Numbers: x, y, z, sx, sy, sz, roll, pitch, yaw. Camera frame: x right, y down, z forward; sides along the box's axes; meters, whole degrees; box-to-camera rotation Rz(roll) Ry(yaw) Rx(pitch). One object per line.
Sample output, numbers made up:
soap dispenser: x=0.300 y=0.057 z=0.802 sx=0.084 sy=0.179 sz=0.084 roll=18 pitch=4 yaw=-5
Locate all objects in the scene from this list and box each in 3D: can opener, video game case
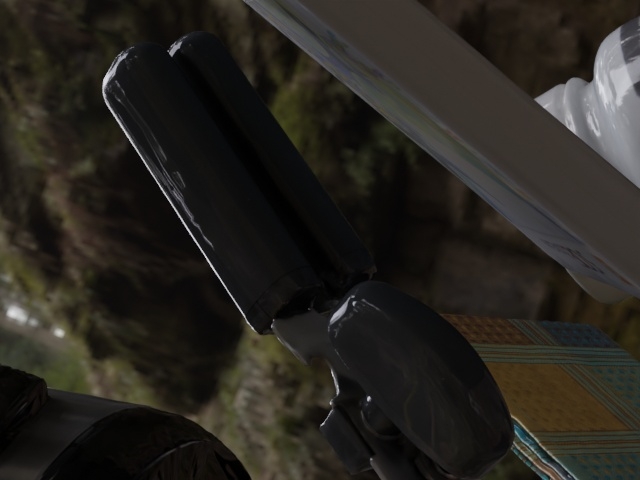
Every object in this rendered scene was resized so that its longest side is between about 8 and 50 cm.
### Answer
can opener: x=0.000 y=0.000 z=0.883 sx=0.076 sy=0.283 sz=0.095 roll=-18 pitch=-24 yaw=-43
video game case: x=0.026 y=-0.091 z=0.877 sx=0.036 sy=0.329 sz=0.300 roll=-50 pitch=2 yaw=2

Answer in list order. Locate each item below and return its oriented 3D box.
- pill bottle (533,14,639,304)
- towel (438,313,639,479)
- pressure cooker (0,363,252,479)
pill bottle: x=0.332 y=-0.106 z=1.341 sx=0.204 sy=0.361 sz=0.204 roll=46 pitch=-153 yaw=-32
towel: x=0.261 y=0.176 z=1.642 sx=0.271 sy=0.370 sz=0.040 roll=7 pitch=-65 yaw=-36
pressure cooker: x=-0.280 y=0.250 z=1.072 sx=0.370 sy=0.420 sz=0.375 roll=46 pitch=-125 yaw=-63
